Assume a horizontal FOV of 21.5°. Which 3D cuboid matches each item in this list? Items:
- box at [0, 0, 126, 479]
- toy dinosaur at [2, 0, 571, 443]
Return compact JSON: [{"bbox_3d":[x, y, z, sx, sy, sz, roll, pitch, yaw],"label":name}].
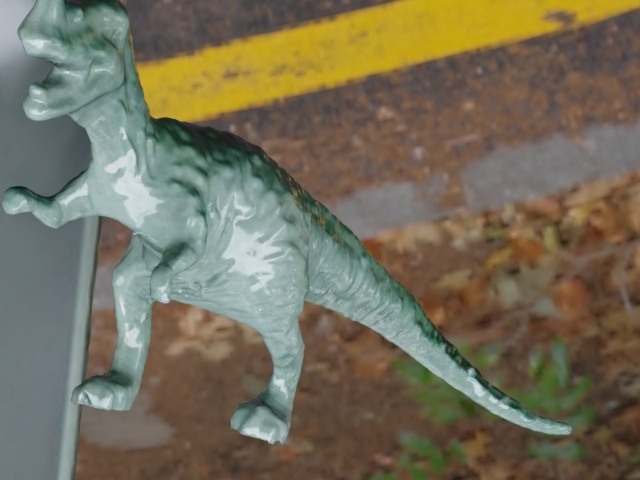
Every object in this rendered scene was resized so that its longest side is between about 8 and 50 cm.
[{"bbox_3d":[-0.298,0.003,0.755,0.396,0.111,0.396,5,116,-8],"label":"box"},{"bbox_3d":[-0.026,0.042,0.703,0.129,0.076,0.383,-54,139,-8],"label":"toy dinosaur"}]
